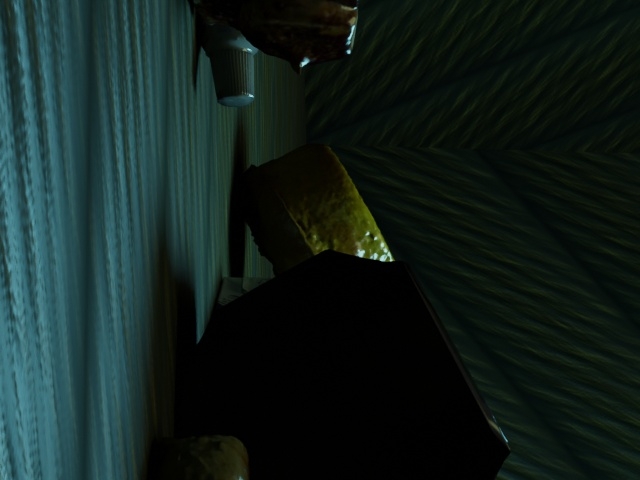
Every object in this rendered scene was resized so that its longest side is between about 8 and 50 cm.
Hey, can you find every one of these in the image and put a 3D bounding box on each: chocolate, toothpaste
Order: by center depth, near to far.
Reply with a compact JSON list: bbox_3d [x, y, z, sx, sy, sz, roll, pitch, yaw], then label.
[{"bbox_3d":[0.011,0.178,1.716,0.314,0.326,0.297,59,7,-2],"label":"chocolate"},{"bbox_3d":[-0.108,-0.286,1.736,0.099,0.068,0.282,-32,-119,56],"label":"toothpaste"}]

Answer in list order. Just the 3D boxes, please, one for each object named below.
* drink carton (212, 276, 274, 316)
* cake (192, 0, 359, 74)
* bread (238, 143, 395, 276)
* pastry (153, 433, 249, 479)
[{"bbox_3d":[-0.088,0.143,1.999,0.222,0.102,0.134,-83,172,-71],"label":"drink carton"},{"bbox_3d":[-0.044,-0.315,1.602,0.196,0.198,0.293,111,-14,-80],"label":"cake"},{"bbox_3d":[-0.003,-0.004,2.289,0.312,0.172,0.312,58,-5,8],"label":"bread"},{"bbox_3d":[-0.112,0.281,1.466,0.182,0.093,0.192,94,-2,-72],"label":"pastry"}]
